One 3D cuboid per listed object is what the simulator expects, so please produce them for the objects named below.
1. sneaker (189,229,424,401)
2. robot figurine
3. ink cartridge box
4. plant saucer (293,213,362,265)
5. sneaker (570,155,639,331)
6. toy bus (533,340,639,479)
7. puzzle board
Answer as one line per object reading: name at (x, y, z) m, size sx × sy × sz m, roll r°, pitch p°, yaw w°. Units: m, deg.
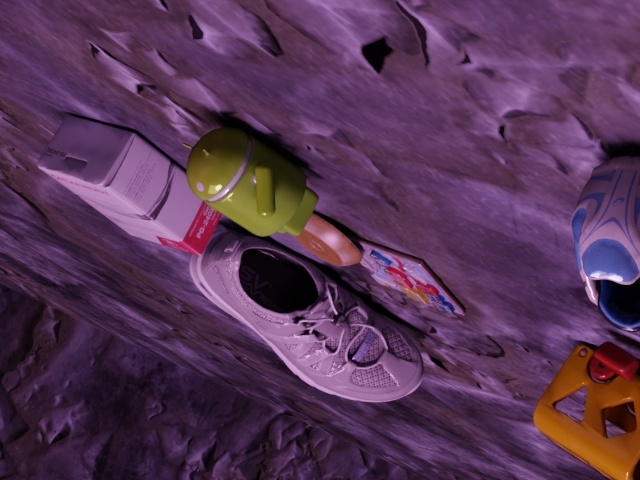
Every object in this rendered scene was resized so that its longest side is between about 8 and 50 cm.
sneaker at (-0.008, 0.086, 1.601) m, size 0.281 × 0.105 × 0.115 m, roll 30°, pitch 168°, yaw -14°
robot figurine at (-0.058, -0.048, 1.235) m, size 0.115 × 0.067 × 0.101 m, roll 33°, pitch 171°, yaw -28°
ink cartridge box at (-0.182, -0.053, 1.482) m, size 0.109 × 0.063 × 0.150 m, roll 17°, pitch 164°, yaw 40°
plant saucer at (0.000, 0.000, 1.406) m, size 0.083 × 0.015 × 0.083 m, roll 33°, pitch 165°, yaw 10°
sneaker at (0.204, 0.027, 0.955) m, size 0.085 × 0.086 × 0.237 m, roll 18°, pitch 167°, yaw 30°
toy bus at (0.283, 0.179, 1.329) m, size 0.191 × 0.104 × 0.202 m, roll 35°, pitch 177°, yaw 0°
puzzle board at (0.074, 0.033, 1.430) m, size 0.096 × 0.011 × 0.128 m, roll 19°, pitch 165°, yaw 31°
